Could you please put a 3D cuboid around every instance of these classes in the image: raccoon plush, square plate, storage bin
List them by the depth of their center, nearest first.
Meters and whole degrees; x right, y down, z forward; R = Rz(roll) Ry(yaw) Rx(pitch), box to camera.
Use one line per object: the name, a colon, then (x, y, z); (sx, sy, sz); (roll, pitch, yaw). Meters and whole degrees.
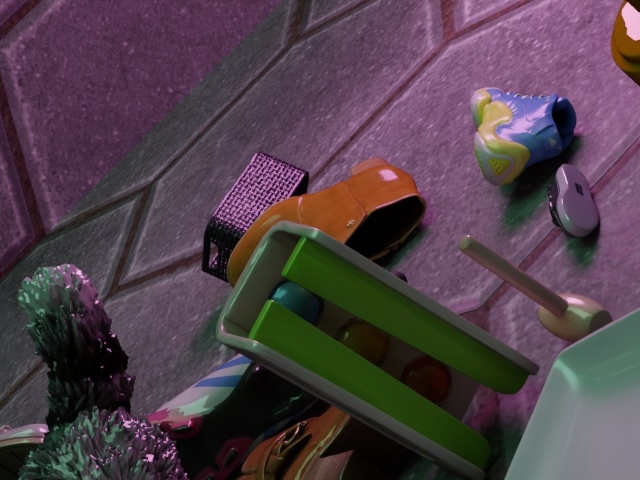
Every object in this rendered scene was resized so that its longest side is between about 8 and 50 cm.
square plate: (0.237, 0.176, 1.120); (0.344, 0.049, 0.347); (-38, 21, 55)
raccoon plush: (-0.203, 0.245, 1.450); (0.216, 0.446, 0.299); (-27, 6, -23)
storage bin: (-0.095, -0.028, 2.201); (0.122, 0.084, 0.180); (100, -163, -51)

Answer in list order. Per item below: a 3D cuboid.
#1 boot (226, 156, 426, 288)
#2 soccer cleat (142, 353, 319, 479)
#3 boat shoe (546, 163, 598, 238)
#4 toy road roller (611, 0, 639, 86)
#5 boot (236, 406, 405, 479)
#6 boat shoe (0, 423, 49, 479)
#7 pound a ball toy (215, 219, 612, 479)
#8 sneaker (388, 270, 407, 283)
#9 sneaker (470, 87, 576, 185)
boot: (0.001, 0.000, 2.002); (0.295, 0.104, 0.211); (-37, 19, 5)
soccer cleat: (-0.107, 0.208, 1.795); (0.331, 0.116, 0.143); (-34, 5, 18)
boat shoe: (0.271, -0.035, 1.633); (0.040, 0.049, 0.142); (-55, 10, 27)
toy road roller: (0.422, -0.272, 1.462); (0.329, 0.241, 0.202); (-39, 27, 30)
boot: (0.024, 0.201, 1.554); (0.220, 0.109, 0.283); (-25, 33, 52)
boat shoe: (-0.480, 0.329, 2.243); (0.302, 0.113, 0.103); (-29, 28, 37)
pound a ball toy: (0.087, 0.079, 1.400); (0.208, 0.319, 0.136); (-62, 23, -8)
sneaker: (0.084, 0.097, 1.719); (0.076, 0.065, 0.166); (-10, 37, 30)
sneaker: (0.257, -0.141, 1.857); (0.126, 0.091, 0.240); (-18, 24, 13)
